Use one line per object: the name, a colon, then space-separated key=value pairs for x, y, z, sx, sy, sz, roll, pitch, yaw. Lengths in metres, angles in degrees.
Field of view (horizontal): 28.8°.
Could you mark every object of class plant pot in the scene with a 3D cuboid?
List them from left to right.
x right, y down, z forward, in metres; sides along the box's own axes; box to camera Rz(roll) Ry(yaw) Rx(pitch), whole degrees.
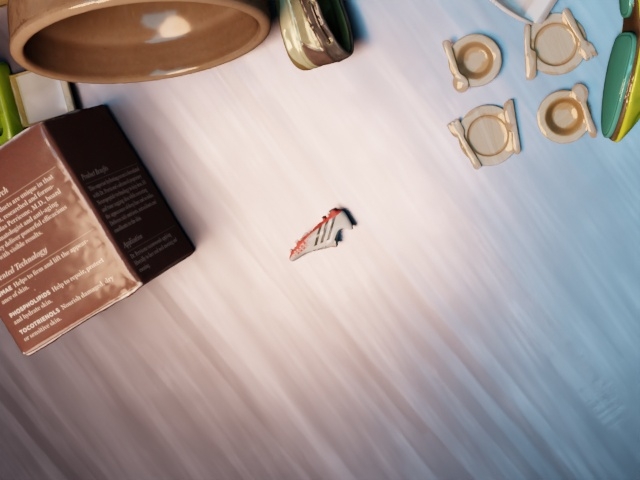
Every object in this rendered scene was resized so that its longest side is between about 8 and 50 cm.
plant pot: x=-0.196 y=-0.304 z=1.265 sx=0.263 sy=0.263 sz=0.229 roll=-12 pitch=81 yaw=16

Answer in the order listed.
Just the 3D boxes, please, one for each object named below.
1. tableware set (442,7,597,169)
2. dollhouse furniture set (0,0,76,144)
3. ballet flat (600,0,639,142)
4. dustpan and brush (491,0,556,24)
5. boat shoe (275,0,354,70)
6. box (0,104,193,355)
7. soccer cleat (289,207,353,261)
tableware set: x=0.208 y=-0.156 z=1.294 sx=0.168 sy=0.020 sz=0.141 roll=-13 pitch=98 yaw=17
dollhouse furniture set: x=-0.383 y=-0.186 z=1.288 sx=0.151 sy=0.301 sz=0.198 roll=-12 pitch=96 yaw=19
ballet flat: x=0.326 y=-0.210 z=1.228 sx=0.077 sy=0.077 sz=0.231 roll=1 pitch=101 yaw=-3
dustpan and brush: x=0.165 y=-0.329 z=1.245 sx=0.211 sy=0.060 sz=0.147 roll=35 pitch=108 yaw=12
boat shoe: x=-0.013 y=-0.289 z=1.285 sx=0.073 sy=0.080 sz=0.224 roll=-4 pitch=107 yaw=30
box: x=-0.279 y=-0.015 z=1.368 sx=0.167 sy=0.168 sz=0.203 roll=-31 pitch=93 yaw=19
soccer cleat: x=0.000 y=0.000 z=1.375 sx=0.083 sy=0.029 sz=0.036 roll=-43 pitch=85 yaw=14
